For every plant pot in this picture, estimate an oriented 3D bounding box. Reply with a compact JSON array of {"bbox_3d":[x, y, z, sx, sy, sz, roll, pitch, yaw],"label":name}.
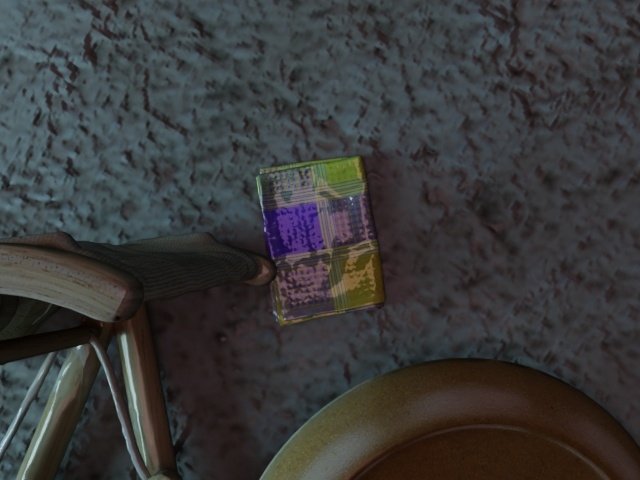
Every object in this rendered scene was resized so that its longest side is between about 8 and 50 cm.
[{"bbox_3d":[0.072,0.176,0.624,0.236,0.032,0.236,0,91,-12],"label":"plant pot"}]

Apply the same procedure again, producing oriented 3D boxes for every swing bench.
[{"bbox_3d":[-0.132,0.117,0.562,0.165,0.253,0.255,6,91,10],"label":"swing bench"}]

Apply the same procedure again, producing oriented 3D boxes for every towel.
[{"bbox_3d":[0.000,0.000,0.674,0.060,0.009,0.083,-7,90,6],"label":"towel"}]
